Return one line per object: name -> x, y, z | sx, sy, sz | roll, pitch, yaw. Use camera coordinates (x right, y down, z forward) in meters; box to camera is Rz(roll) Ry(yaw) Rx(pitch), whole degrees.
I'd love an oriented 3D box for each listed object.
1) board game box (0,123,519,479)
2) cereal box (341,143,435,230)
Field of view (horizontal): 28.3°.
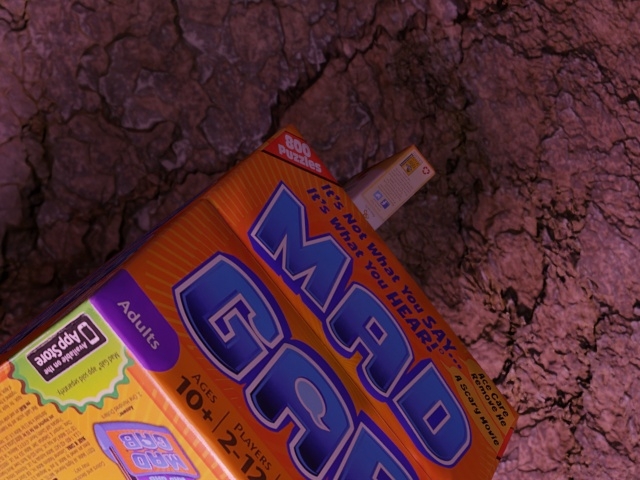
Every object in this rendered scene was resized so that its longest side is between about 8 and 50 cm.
board game box -> -0.106, 0.183, 1.128 | 0.356, 0.356, 0.356 | 52, 34, -7
cereal box -> 0.000, 0.000, 1.378 | 0.240, 0.173, 0.047 | -42, 98, -24
